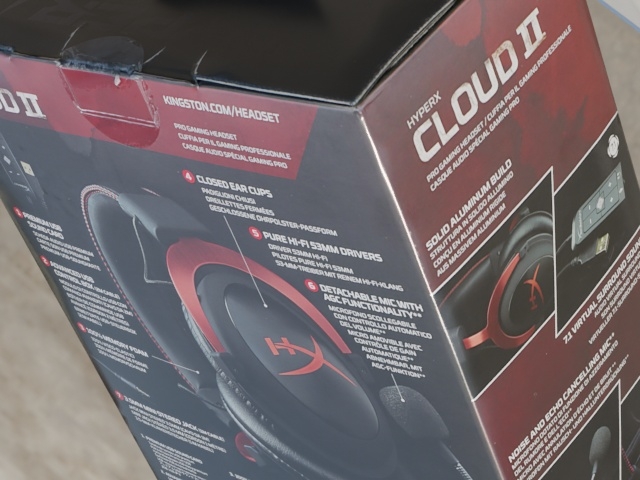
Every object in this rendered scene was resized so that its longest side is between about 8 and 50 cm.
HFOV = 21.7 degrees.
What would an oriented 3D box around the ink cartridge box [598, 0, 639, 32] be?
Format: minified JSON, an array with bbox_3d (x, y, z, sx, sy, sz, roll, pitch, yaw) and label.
[{"bbox_3d":[0.171,-0.254,0.693,0.197,0.270,0.198,47,-175,-35],"label":"ink cartridge box"}]

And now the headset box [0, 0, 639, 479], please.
[{"bbox_3d":[0.000,0.000,0.597,0.218,0.110,0.293,13,138,42],"label":"headset box"}]
